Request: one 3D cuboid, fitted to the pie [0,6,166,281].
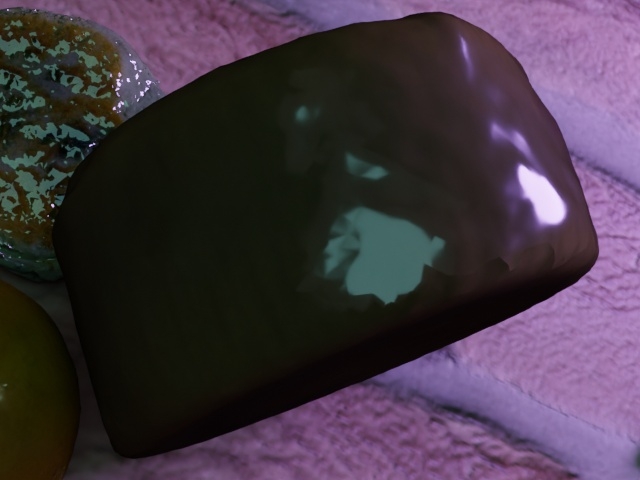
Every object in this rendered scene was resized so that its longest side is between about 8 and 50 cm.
[{"bbox_3d":[-0.175,-0.066,0.624,0.187,0.041,0.186,7,70,-20],"label":"pie"}]

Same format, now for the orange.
[{"bbox_3d":[-0.205,0.088,0.517,0.156,0.124,0.156,6,74,-21],"label":"orange"}]

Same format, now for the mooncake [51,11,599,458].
[{"bbox_3d":[0.000,0.000,0.541,0.284,0.284,0.155,-17,74,-25],"label":"mooncake"}]
